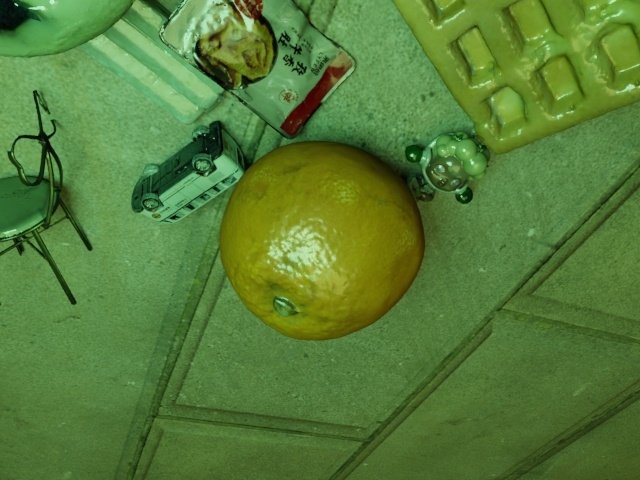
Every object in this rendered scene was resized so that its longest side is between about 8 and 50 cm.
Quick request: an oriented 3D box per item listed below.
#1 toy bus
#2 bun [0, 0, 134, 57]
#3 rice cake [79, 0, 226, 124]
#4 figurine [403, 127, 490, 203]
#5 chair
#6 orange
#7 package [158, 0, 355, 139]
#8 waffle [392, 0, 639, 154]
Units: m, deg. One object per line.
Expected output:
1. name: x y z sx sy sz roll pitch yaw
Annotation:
1. toy bus: -0.210 -0.097 0.778 0.194 0.087 0.089 -31 138 19
2. bun: -0.297 -0.329 0.500 0.283 0.179 0.283 2 106 9
3. rice cake: -0.226 -0.251 0.664 0.124 0.038 0.211 -34 128 22
4. figurine: 0.189 -0.104 0.809 0.147 0.093 0.197 34 122 -19
5. chair: -0.464 -0.051 0.749 0.170 0.160 0.325 -2 137 -6
6. orange: 0.000 0.000 0.749 0.312 0.312 0.312 -3 133 -3
7. package: -0.075 -0.256 0.662 0.154 0.030 0.239 -43 131 18
8. waffle: 0.297 -0.268 0.584 0.348 0.077 0.304 -18 127 41
